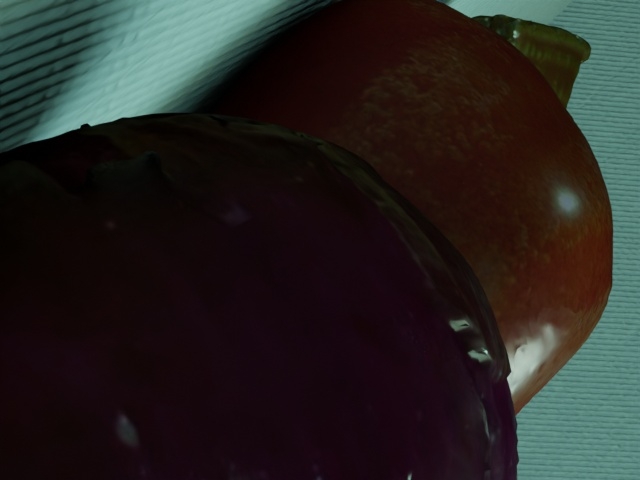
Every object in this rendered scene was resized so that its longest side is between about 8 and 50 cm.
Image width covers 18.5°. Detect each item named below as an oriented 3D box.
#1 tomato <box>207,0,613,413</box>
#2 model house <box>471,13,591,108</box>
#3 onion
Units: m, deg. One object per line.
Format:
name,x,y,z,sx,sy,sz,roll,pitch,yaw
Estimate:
tomato,0.020,0.019,1.222,0.325,0.293,0.290,-39,166,30
model house,0.113,-0.120,1.764,0.199,0.219,0.229,19,121,-40
onion,-0.062,0.147,0.752,0.348,0.385,0.348,-28,170,-5
